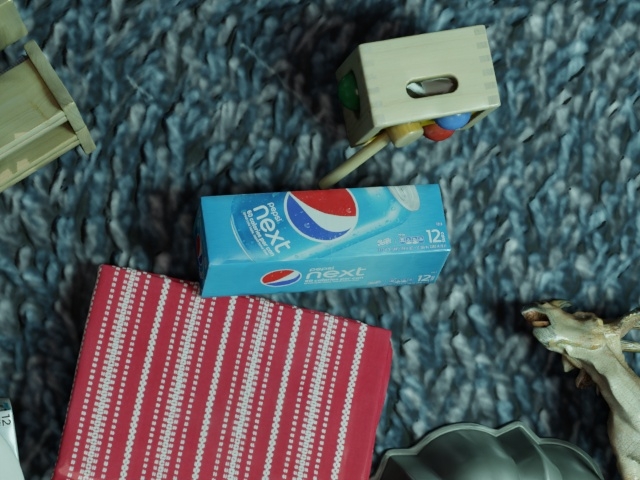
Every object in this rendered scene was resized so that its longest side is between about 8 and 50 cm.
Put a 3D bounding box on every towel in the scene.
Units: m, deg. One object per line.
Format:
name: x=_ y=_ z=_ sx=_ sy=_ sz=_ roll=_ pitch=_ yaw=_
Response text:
towel: x=-0.077 y=0.142 z=1.579 sx=0.274 sy=0.031 sz=0.199 roll=14 pitch=73 yaw=-12

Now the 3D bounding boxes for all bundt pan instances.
bundt pan: x=0.157 y=0.331 z=1.627 sx=0.330 sy=0.124 sz=0.331 roll=-1 pitch=96 yaw=-11

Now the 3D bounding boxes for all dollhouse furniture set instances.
dollhouse furniture set: x=-0.290 y=-0.132 z=1.508 sx=0.129 sy=0.129 sz=0.184 roll=-32 pitch=76 yaw=-7

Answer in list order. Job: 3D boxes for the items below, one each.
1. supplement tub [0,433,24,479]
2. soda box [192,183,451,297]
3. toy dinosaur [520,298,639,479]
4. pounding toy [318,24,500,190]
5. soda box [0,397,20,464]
supplement tub: x=-0.347 y=0.224 z=1.464 sx=0.199 sy=0.144 sz=0.144 roll=-27 pitch=102 yaw=31
soda box: x=0.000 y=0.000 z=1.579 sx=0.210 sy=0.071 sz=0.067 roll=-4 pitch=65 yaw=-12
toy dinosaur: x=0.309 y=0.167 z=1.641 sx=0.127 sy=0.200 sz=0.296 roll=-30 pitch=122 yaw=7
pounding toy: x=0.067 y=-0.112 z=1.574 sx=0.141 sy=0.130 sz=0.100 roll=-11 pitch=85 yaw=-11
soda box: x=-0.278 y=0.228 z=1.557 sx=0.058 sy=0.063 sz=0.183 roll=-8 pitch=97 yaw=-10
